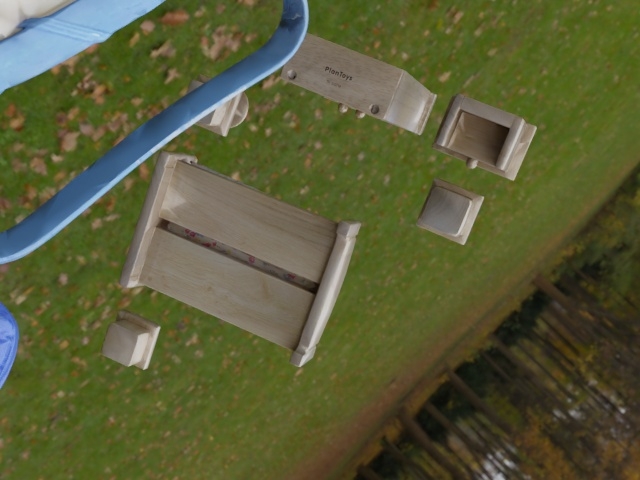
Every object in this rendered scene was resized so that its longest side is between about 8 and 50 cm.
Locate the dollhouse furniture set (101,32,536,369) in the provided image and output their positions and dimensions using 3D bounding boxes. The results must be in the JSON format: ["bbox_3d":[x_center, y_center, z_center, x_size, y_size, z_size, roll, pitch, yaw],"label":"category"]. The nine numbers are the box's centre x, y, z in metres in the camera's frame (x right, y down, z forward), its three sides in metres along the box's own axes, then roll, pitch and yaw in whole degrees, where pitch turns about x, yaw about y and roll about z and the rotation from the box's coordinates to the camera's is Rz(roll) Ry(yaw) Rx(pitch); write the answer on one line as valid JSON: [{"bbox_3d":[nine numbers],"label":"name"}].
[{"bbox_3d":[0.000,0.000,0.783,0.355,0.303,0.174,-69,166,10],"label":"dollhouse furniture set"}]

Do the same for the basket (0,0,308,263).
[{"bbox_3d":[-0.134,-0.143,0.386,0.255,0.201,0.289,-42,148,-16],"label":"basket"}]

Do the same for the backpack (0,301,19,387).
[{"bbox_3d":[-0.240,0.060,0.457,0.098,0.120,0.101,-62,-164,-13],"label":"backpack"}]
